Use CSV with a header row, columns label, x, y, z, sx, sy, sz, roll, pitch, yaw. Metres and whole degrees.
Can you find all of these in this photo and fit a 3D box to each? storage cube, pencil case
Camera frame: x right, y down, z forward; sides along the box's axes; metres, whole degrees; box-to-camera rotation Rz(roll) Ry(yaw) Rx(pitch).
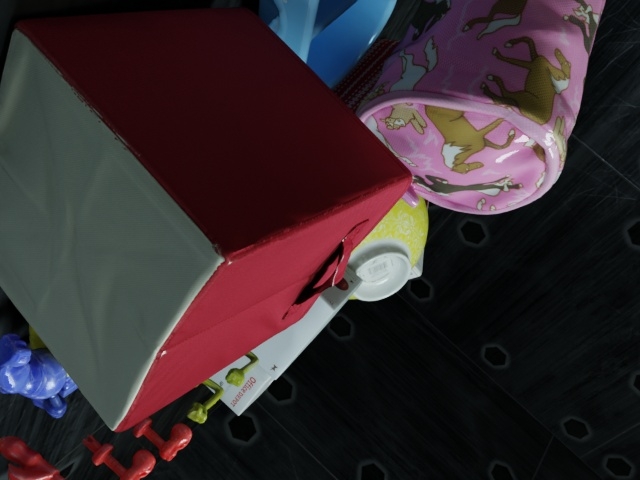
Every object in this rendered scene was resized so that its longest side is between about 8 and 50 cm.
label,x,y,z,sx,sy,sz,roll,pitch,yaw
storage cube,-0.094,-0.026,0.483,0.193,0.215,0.183,-28,160,-51
pencil case,0.152,-0.212,0.577,0.167,0.160,0.386,82,26,-66

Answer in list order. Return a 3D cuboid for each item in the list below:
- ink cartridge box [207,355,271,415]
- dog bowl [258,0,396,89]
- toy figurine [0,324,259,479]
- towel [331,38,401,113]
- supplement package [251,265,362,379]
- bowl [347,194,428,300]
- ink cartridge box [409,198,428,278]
label,x,y,z,sx,sy,sz,roll,pitch,yaw
ink cartridge box,-0.160,0.178,1.177,0.082,0.191,0.139,-40,169,-44
dog bowl,0.008,-0.218,0.565,0.166,0.074,0.297,-45,172,-20
toy figurine,-0.181,0.089,0.670,0.362,0.191,0.217,-35,159,-49
towel,0.046,-0.138,0.758,0.199,0.031,0.275,-47,-148,-5
supplement package,-0.067,0.072,1.110,0.149,0.194,0.203,-50,175,17
bowl,0.080,0.015,1.264,0.290,0.156,0.289,-13,135,-14
ink cartridge box,0.101,0.001,1.630,0.296,0.066,0.261,-18,-139,32
